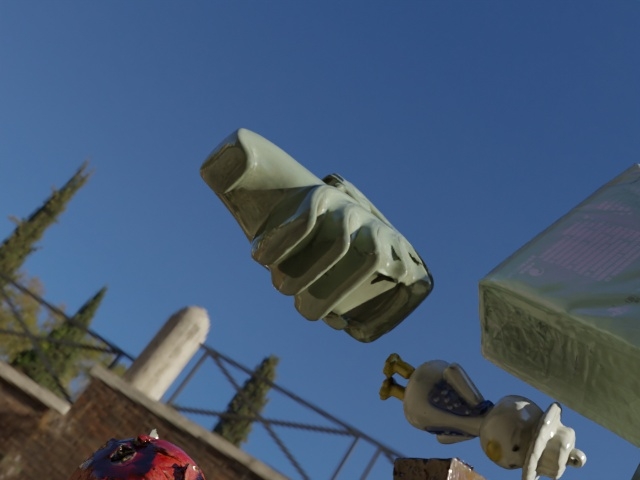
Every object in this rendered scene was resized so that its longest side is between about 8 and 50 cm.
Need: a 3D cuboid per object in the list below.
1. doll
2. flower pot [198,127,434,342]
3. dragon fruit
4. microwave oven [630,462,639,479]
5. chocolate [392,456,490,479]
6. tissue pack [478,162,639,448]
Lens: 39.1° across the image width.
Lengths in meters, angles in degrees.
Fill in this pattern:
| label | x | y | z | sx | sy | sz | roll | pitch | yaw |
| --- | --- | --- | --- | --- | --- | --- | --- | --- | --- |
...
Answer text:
| label | x | y | z | sx | sy | sz | roll | pitch | yaw |
| --- | --- | --- | --- | --- | --- | --- | --- | --- | --- |
| doll | 0.212 | 0.238 | 1.208 | 0.293 | 0.119 | 0.138 | 21 | -57 | 27 |
| flower pot | 0.000 | 0.000 | 1.270 | 0.254 | 0.164 | 0.367 | 54 | 14 | 29 |
| dragon fruit | -0.318 | 0.498 | 1.569 | 0.295 | 0.295 | 0.302 | 13 | -63 | 32 |
| microwave oven | 0.676 | 0.488 | 1.628 | 0.208 | 0.122 | 0.162 | 17 | -41 | 36 |
| chocolate | 0.227 | 0.419 | 1.334 | 0.111 | 0.112 | 0.321 | -10 | -34 | 37 |
| tissue pack | 0.489 | 0.083 | 1.363 | 0.331 | 0.404 | 0.205 | 29 | -41 | 42 |
